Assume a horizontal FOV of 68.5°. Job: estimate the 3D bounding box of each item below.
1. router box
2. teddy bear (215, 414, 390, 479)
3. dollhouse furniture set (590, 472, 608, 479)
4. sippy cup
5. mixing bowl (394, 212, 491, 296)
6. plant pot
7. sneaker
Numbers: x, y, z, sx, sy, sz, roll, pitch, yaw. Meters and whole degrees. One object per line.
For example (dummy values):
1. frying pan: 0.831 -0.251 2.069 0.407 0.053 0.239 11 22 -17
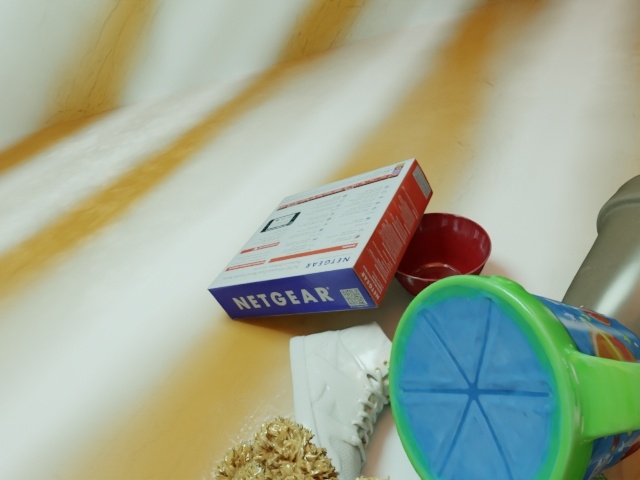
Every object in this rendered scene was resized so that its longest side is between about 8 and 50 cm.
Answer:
1. router box: 0.000 0.000 0.857 0.336 0.082 0.301 -11 32 40
2. teddy bear: -0.040 0.293 0.437 0.338 0.113 0.244 5 72 62
3. dollhouse furniture set: 0.203 0.309 0.444 0.302 0.151 0.197 -19 38 -8
4. sippy cup: 0.231 0.158 0.512 0.224 0.239 0.305 6 18 -30
5. mixing bowl: 0.203 0.041 0.827 0.182 0.098 0.181 -8 39 7
6. plant pot: 0.452 0.076 0.625 0.229 0.263 0.263 -43 44 -8
7. sneaker: 0.056 0.222 0.635 0.169 0.108 0.292 -16 36 1
